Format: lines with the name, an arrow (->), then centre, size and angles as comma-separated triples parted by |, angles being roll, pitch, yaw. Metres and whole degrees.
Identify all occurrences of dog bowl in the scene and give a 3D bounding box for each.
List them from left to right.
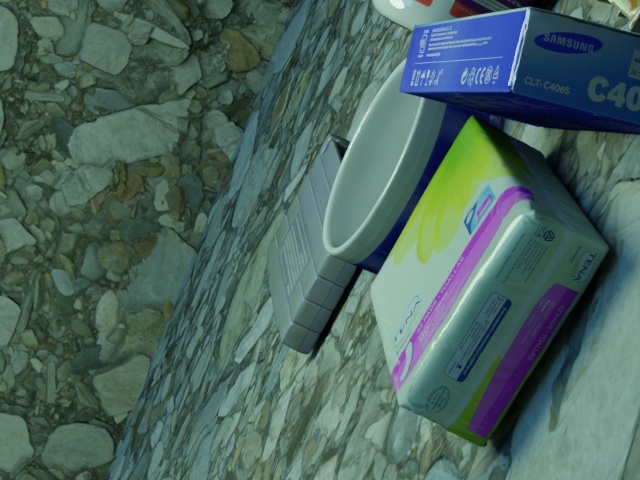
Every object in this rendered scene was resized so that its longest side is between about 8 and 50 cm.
dog bowl -> 0.107, -0.085, 1.762 | 0.265, 0.104, 0.265 | -59, 16, 27

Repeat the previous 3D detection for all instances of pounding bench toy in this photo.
pounding bench toy -> 0.307, -0.219, 1.348 | 0.065, 0.083, 0.052 | 54, 127, 38

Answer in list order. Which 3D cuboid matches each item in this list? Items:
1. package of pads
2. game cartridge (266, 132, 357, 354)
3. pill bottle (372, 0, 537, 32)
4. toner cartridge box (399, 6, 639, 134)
package of pads -> 0.147, 0.035, 1.408 | 0.229, 0.101, 0.296 | -60, 14, 17
game cartridge -> 0.000, 0.000, 2.135 | 0.355, 0.068, 0.230 | -104, 36, -69
pill bottle -> 0.203, -0.378, 1.735 | 0.323, 0.181, 0.181 | -63, 14, 8
toner cartridge box -> 0.199, -0.153, 1.370 | 0.348, 0.165, 0.075 | -155, 77, -76
